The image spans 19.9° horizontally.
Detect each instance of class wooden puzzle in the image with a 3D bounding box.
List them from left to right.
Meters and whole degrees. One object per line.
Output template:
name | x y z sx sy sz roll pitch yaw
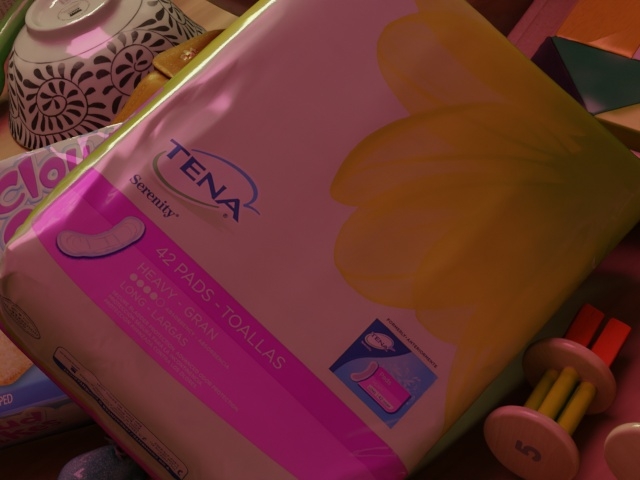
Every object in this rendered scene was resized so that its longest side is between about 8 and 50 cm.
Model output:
wooden puzzle | 0.218 -0.109 1.081 0.221 0.044 0.238 21 51 26

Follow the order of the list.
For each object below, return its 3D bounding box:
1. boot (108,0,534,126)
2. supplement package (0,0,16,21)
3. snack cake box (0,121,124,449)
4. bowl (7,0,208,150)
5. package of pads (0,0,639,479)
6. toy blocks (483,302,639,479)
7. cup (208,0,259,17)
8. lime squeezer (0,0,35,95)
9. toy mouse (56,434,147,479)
boot | -0.003 -0.112 1.207 0.295 0.104 0.211 -37 37 -12
supplement package | -0.252 -0.342 1.512 0.145 0.262 0.204 -16 36 10
snack cake box | -0.147 0.028 1.060 0.264 0.089 0.152 -17 74 11
bowl | -0.172 -0.149 1.373 0.170 0.080 0.170 -15 36 11
package of pads | 0.000 0.000 0.942 0.229 0.101 0.296 44 68 5
toy blocks | 0.167 0.060 0.926 0.123 0.054 0.148 5 42 37
cup | 0.029 -0.328 1.218 0.331 0.331 0.237 -4 49 26
lime squeezer | -0.316 -0.130 1.425 0.310 0.059 0.110 -29 68 3
toy mouse | -0.114 0.149 0.989 0.143 0.031 0.161 -14 36 14
